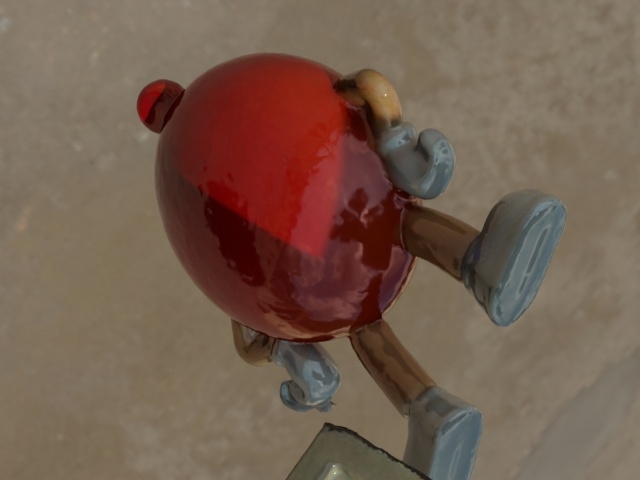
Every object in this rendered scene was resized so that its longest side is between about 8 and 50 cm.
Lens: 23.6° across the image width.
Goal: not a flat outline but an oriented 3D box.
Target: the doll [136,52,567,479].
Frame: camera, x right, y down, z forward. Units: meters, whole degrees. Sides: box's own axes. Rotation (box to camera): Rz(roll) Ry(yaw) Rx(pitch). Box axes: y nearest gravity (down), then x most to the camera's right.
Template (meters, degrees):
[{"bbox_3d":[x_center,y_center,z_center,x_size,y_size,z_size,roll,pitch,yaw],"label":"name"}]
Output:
[{"bbox_3d":[0.000,0.000,0.679,0.085,0.217,0.183,-20,135,-46],"label":"doll"}]

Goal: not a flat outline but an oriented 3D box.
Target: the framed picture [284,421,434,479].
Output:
[{"bbox_3d":[0.057,0.182,0.377,0.189,0.260,0.023,-53,161,-24],"label":"framed picture"}]
